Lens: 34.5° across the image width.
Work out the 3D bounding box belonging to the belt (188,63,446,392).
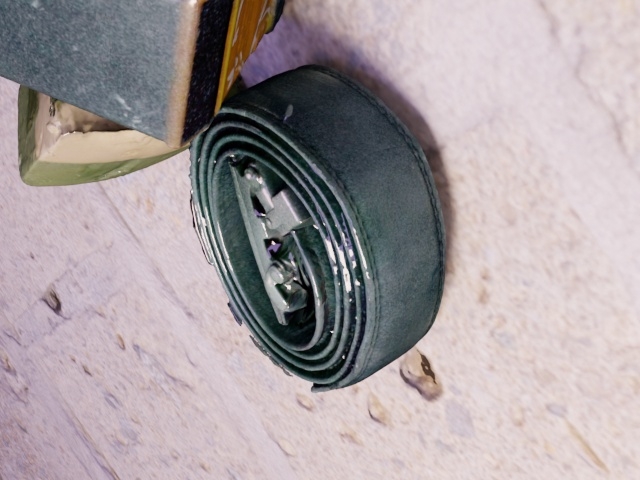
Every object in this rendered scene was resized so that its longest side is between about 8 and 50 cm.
[{"bbox_3d":[0.000,0.000,0.795,0.206,0.116,0.267,27,136,41],"label":"belt"}]

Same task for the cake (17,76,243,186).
[{"bbox_3d":[-0.214,-0.182,0.854,0.158,0.172,0.284,-21,100,55],"label":"cake"}]

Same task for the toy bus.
[{"bbox_3d":[-0.189,-0.212,0.682,0.323,0.194,0.162,22,143,2],"label":"toy bus"}]
